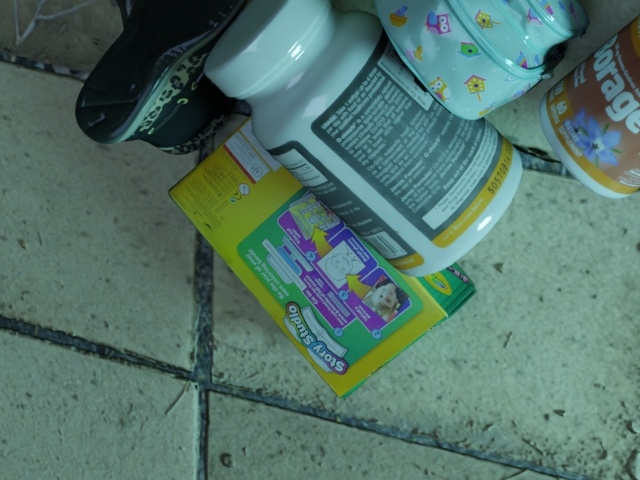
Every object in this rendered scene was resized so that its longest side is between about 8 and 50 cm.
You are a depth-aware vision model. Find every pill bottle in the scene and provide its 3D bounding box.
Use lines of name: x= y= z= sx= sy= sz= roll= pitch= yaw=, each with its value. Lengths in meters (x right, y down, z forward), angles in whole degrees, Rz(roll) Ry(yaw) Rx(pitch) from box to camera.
pill bottle: x=0.038 y=-0.108 z=1.660 sx=0.278 sy=0.162 sz=0.162 roll=43 pitch=126 yaw=-17
pill bottle: x=0.303 y=-0.141 z=1.575 sx=0.121 sy=0.121 sz=0.216 roll=50 pitch=124 yaw=1

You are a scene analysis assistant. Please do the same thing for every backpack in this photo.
backpack: x=0.138 y=-0.198 z=1.597 sx=0.144 sy=0.188 sz=0.166 roll=-34 pitch=92 yaw=34

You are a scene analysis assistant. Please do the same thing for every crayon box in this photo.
crayon box: x=0.000 y=0.000 z=1.816 sx=0.278 sy=0.081 sz=0.165 roll=50 pitch=124 yaw=0

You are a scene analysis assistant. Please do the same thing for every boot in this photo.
boot: x=-0.121 y=-0.183 z=1.766 sx=0.085 sy=0.178 sz=0.236 roll=42 pitch=99 yaw=18

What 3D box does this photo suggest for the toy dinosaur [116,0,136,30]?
toy dinosaur: x=-0.163 y=-0.321 z=1.760 sx=0.160 sy=0.121 sz=0.313 roll=32 pitch=144 yaw=11
